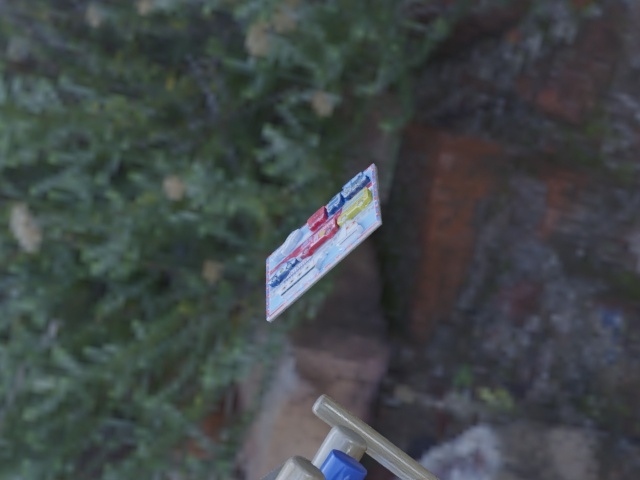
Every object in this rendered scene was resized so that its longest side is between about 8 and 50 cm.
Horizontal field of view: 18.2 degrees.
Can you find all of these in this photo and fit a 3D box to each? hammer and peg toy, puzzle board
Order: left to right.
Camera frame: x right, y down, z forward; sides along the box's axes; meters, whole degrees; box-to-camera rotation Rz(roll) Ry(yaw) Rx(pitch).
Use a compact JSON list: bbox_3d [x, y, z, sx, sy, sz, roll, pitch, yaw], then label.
[{"bbox_3d":[0.000,0.000,1.620,0.128,0.011,0.096,-42,22,20],"label":"puzzle board"},{"bbox_3d":[0.056,0.272,1.740,0.127,0.266,0.361,-58,-8,9],"label":"hammer and peg toy"}]
